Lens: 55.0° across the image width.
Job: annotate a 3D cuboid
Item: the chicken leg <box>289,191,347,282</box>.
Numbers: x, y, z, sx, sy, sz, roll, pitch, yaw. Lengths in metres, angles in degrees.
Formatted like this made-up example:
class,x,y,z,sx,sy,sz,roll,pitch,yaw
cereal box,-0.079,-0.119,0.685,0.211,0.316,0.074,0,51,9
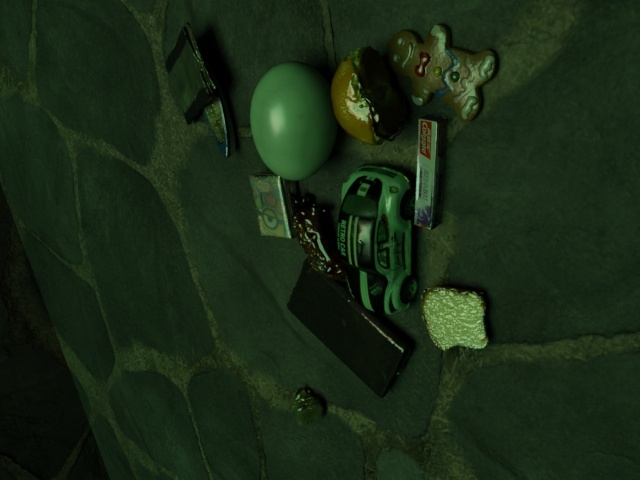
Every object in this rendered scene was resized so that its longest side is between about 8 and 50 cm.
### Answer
class,x,y,z,sx,sy,sz,roll,pitch,yaw
chicken leg,0.000,0.000,1.314,0.105,0.063,0.233,-16,98,52

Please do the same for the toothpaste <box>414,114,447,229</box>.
class,x,y,z,sx,sy,sz,roll,pitch,yaw
toothpaste,0.191,-0.119,1.083,0.047,0.040,0.196,18,119,37

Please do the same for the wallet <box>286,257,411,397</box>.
class,x,y,z,sx,sy,sz,roll,pitch,yaw
wallet,0.056,0.186,1.356,0.321,0.044,0.170,42,132,29

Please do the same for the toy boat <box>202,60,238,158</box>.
class,x,y,z,sx,sy,sz,roll,pitch,yaw
toy boat,-0.241,-0.304,1.429,0.080,0.046,0.228,-14,98,47

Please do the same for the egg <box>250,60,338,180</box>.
class,x,y,z,sx,sy,sz,roll,pitch,yaw
egg,-0.050,-0.226,1.180,0.168,0.168,0.230,22,126,37

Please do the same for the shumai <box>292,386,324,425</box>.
class,x,y,z,sx,sy,sz,roll,pitch,yaw
shumai,-0.035,0.411,1.547,0.080,0.082,0.083,-110,38,-59

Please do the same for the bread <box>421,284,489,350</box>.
class,x,y,z,sx,sy,sz,roll,pitch,yaw
bread,0.254,0.141,1.137,0.126,0.044,0.128,-1,104,38

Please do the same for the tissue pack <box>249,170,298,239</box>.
class,x,y,z,sx,sy,sz,roll,pitch,yaw
tissue pack,-0.097,-0.081,1.374,0.109,0.060,0.148,6,113,42

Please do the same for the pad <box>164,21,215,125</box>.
class,x,y,z,sx,sy,sz,roll,pitch,yaw
pad,-0.311,-0.380,1.429,0.233,0.022,0.174,-16,95,63

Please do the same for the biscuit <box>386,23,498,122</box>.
class,x,y,z,sx,sy,sz,roll,pitch,yaw
biscuit,0.188,-0.284,1.019,0.205,0.031,0.138,39,132,28

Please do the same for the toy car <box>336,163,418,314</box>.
class,x,y,z,sx,sy,sz,roll,pitch,yaw
toy car,0.099,0.011,1.173,0.136,0.125,0.305,18,118,39

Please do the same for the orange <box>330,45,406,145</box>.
class,x,y,z,sx,sy,sz,roll,pitch,yaw
orange,0.077,-0.243,1.062,0.112,0.160,0.169,-26,46,29
